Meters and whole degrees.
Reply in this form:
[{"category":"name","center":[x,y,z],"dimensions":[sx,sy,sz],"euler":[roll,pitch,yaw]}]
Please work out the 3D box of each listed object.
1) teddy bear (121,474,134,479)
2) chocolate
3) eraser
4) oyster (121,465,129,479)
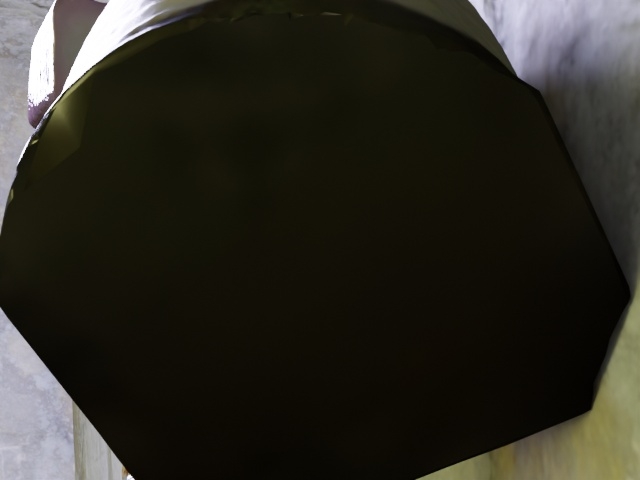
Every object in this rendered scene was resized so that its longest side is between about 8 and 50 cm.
[{"category":"teddy bear","center":[-0.121,0.334,1.185],"dimensions":[0.156,0.267,0.256],"euler":[29,113,21]},{"category":"chocolate","center":[-0.006,-0.041,0.728],"dimensions":[0.326,0.314,0.297],"euler":[58,-163,-22]},{"category":"eraser","center":[-0.155,-0.167,1.189],"dimensions":[0.359,0.272,0.122],"euler":[-171,81,-73]},{"category":"oyster","center":[-0.236,0.224,1.653],"dimensions":[0.271,0.100,0.275],"euler":[-88,7,-56]}]
